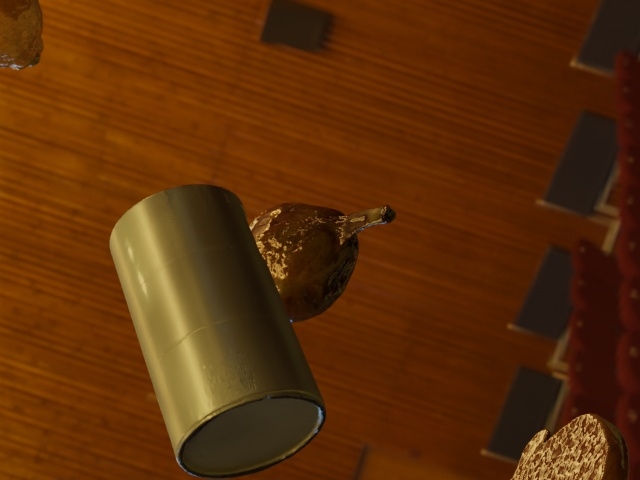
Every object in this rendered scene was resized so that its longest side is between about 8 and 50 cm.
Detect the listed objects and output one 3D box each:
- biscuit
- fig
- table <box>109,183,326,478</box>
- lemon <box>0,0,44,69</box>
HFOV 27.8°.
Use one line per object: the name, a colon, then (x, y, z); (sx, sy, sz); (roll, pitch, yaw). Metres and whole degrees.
biscuit: (0.370, 0.451, 2.111); (0.394, 0.070, 0.350); (-52, 12, 37)
fig: (0.016, 0.024, 2.018); (0.190, 0.290, 0.191); (32, -127, -55)
table: (-0.089, 0.074, 1.081); (0.126, 0.126, 0.220); (108, 146, -49)
lemon: (-0.476, -0.325, 1.877); (0.142, 0.187, 0.142); (-40, 19, 17)
